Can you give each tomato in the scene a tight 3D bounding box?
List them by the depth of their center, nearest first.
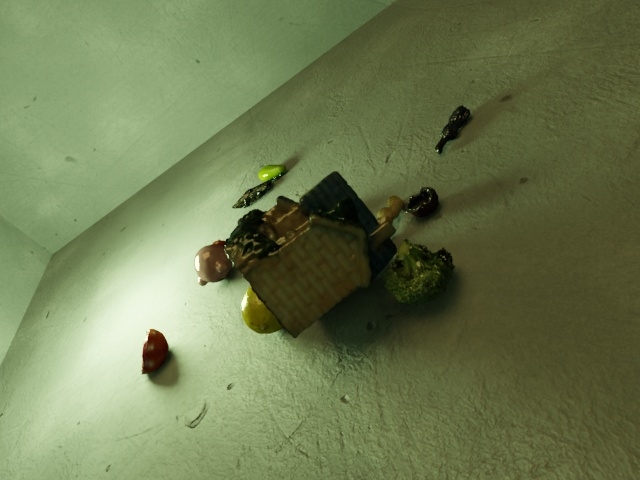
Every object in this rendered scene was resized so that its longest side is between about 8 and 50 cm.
[{"bbox_3d":[-0.662,0.447,1.902,0.189,0.099,0.174,118,152,-47],"label":"tomato"}]

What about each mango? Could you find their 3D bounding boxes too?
[{"bbox_3d":[-0.254,-0.360,2.474,0.165,0.074,0.091,-19,37,28],"label":"mango"}]

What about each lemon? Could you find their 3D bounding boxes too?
[{"bbox_3d":[-0.182,0.227,1.616,0.178,0.178,0.203,-27,31,18],"label":"lemon"}]

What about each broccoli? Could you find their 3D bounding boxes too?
[{"bbox_3d":[0.279,0.084,1.348,0.197,0.176,0.227,-14,56,29],"label":"broccoli"}]

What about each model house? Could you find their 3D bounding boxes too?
[{"bbox_3d":[0.000,0.000,1.395,0.399,0.395,0.445,-35,4,7],"label":"model house"}]

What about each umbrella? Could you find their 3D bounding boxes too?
[{"bbox_3d":[0.502,-0.431,1.835,0.070,0.071,0.248,14,58,51],"label":"umbrella"}]

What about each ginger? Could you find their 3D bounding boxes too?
[{"bbox_3d":[0.225,-0.064,1.664,0.089,0.075,0.288,14,52,24],"label":"ginger"}]

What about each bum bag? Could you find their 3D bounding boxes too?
[{"bbox_3d":[-0.349,-0.233,2.420,0.248,0.069,0.102,-38,-3,4],"label":"bum bag"}]

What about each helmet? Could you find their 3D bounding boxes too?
[{"bbox_3d":[0.349,-0.120,1.610,0.123,0.070,0.098,-44,27,6],"label":"helmet"}]

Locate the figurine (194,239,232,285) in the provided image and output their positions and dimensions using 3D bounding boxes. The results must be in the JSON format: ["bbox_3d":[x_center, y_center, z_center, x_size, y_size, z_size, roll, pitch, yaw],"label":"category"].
[{"bbox_3d":[-0.462,0.101,2.049,0.173,0.173,0.173,-25,36,20],"label":"figurine"}]
